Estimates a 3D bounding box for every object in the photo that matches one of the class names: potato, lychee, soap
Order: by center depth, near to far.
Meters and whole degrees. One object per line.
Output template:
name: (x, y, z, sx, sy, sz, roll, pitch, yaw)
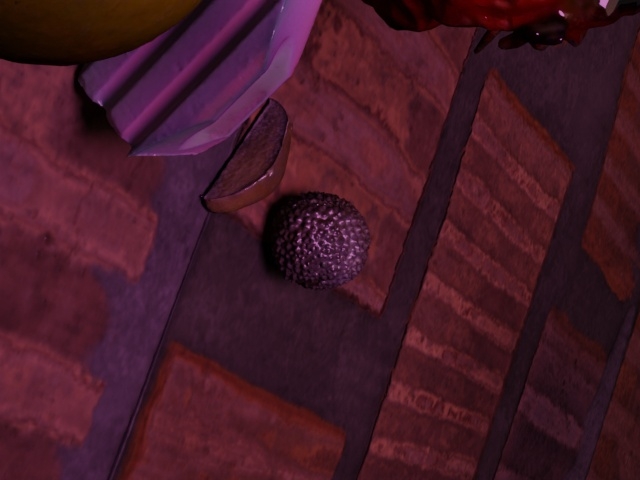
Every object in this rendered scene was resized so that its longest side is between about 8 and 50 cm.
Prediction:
soap: (-0.061, -0.117, 0.759, 0.149, 0.100, 0.056, -44, 165, 21)
potato: (-0.036, -0.047, 0.921, 0.093, 0.036, 0.037, -59, 144, -29)
lychee: (0.000, 0.000, 0.983, 0.083, 0.068, 0.067, 56, 14, -51)

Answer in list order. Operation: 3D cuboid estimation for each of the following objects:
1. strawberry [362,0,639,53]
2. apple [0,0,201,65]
strawberry: (0.125, -0.258, 0.844, 0.261, 0.261, 0.257, -50, 137, -38)
apple: (-0.118, -0.173, 0.594, 0.196, 0.157, 0.196, -32, 129, -51)
